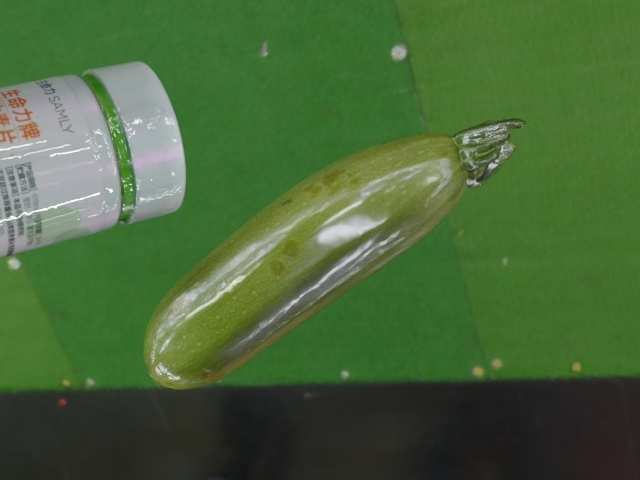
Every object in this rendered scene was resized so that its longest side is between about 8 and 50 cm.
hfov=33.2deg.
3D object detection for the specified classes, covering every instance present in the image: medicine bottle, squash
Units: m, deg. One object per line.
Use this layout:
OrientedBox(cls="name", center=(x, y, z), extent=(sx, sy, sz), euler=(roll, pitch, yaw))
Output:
OrientedBox(cls="medicine bottle", center=(-0.168, -0.033, 0.540), extent=(0.086, 0.183, 0.086), euler=(41, 140, 47))
OrientedBox(cls="squash", center=(0.000, 0.000, 0.790), extent=(0.341, 0.094, 0.094), euler=(-35, 110, 10))
